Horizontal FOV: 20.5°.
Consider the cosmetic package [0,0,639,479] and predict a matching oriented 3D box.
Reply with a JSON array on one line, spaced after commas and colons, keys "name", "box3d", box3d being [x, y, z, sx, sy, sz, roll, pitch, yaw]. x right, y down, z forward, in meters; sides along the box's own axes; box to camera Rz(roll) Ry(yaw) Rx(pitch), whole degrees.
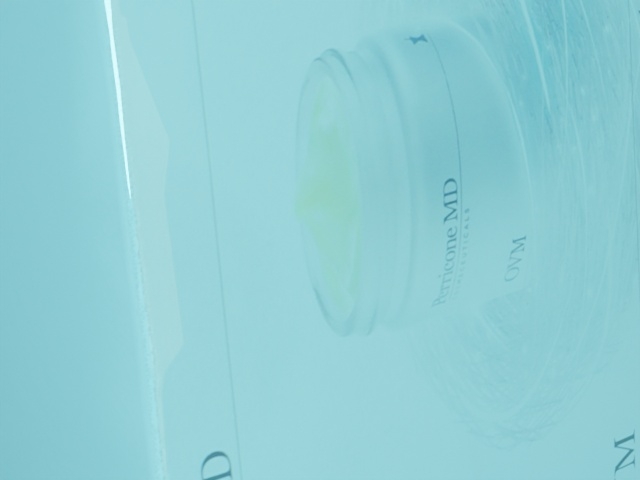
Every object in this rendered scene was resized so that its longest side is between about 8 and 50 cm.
[{"name": "cosmetic package", "box3d": [0.000, 0.000, 0.545, 0.225, 0.138, 0.224, -16, 108, -36]}]
